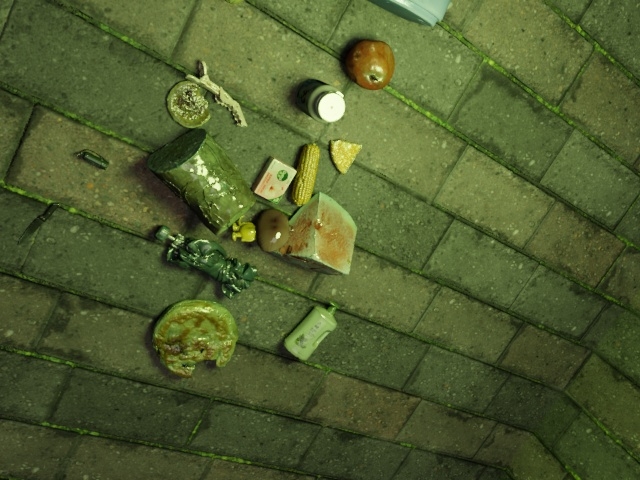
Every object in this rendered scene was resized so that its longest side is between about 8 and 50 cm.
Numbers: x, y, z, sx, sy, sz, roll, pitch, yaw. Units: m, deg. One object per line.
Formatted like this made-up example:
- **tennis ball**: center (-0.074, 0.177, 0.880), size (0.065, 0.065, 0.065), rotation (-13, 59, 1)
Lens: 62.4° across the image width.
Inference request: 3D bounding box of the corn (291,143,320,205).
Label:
- **corn**: center (-0.046, -0.204, 1.666), size (0.068, 0.068, 0.207), rotation (7, 111, -22)

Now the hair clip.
- **hair clip**: center (-0.280, -0.413, 1.503), size (0.226, 0.034, 0.072), rotation (40, 71, -34)

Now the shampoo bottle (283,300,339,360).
- **shampoo bottle**: center (-0.018, 0.315, 1.902), size (0.118, 0.087, 0.234), rotation (39, 97, -27)

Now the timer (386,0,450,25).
- **timer**: center (0.182, -0.696, 1.345), size (0.395, 0.395, 0.173), rotation (17, 111, -25)

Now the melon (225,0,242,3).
- **melon**: center (-0.216, -0.682, 1.371), size (0.098, 0.098, 0.131), rotation (18, 112, -25)

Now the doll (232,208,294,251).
- **doll**: center (-0.182, -0.039, 1.676), size (0.188, 0.145, 0.096), rotation (16, 150, 10)

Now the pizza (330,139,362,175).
- **pizza**: center (0.086, -0.280, 1.702), size (0.108, 0.026, 0.123), rotation (-25, 117, -10)

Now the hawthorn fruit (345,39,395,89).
- **hawthorn fruit**: center (0.139, -0.499, 1.545), size (0.149, 0.149, 0.189), rotation (40, 54, -29)

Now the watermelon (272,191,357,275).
- **watermelon**: center (0.000, 0.000, 1.699), size (0.213, 0.201, 0.262), rotation (31, 99, -28)

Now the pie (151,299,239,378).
- **pie**: center (-0.419, 0.328, 1.779), size (0.302, 0.067, 0.302), rotation (-7, 117, -15)

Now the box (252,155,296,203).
- **box**: center (-0.145, -0.189, 1.651), size (0.089, 0.043, 0.125), rotation (25, 104, -27)

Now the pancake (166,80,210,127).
- **pancake**: center (-0.374, -0.382, 1.495), size (0.116, 0.022, 0.129), rotation (-32, 115, -3)

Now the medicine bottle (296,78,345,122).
- **medicine bottle**: center (0.002, -0.399, 1.522), size (0.107, 0.191, 0.107), rotation (-7, 115, -16)

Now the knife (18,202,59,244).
- **knife**: center (-0.804, -0.048, 1.502), size (0.170, 0.010, 0.023), rotation (-45, 120, 6)

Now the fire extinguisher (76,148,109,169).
- **fire extinguisher**: center (-0.633, -0.229, 1.473), size (0.083, 0.025, 0.038), rotation (28, 64, -28)

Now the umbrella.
- **umbrella**: center (-0.364, 0.062, 1.662), size (0.349, 0.094, 0.143), rotation (36, 94, -27)

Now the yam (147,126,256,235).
- **yam**: center (-0.329, -0.160, 1.523), size (0.202, 0.201, 0.271), rotation (-36, 127, 0)
